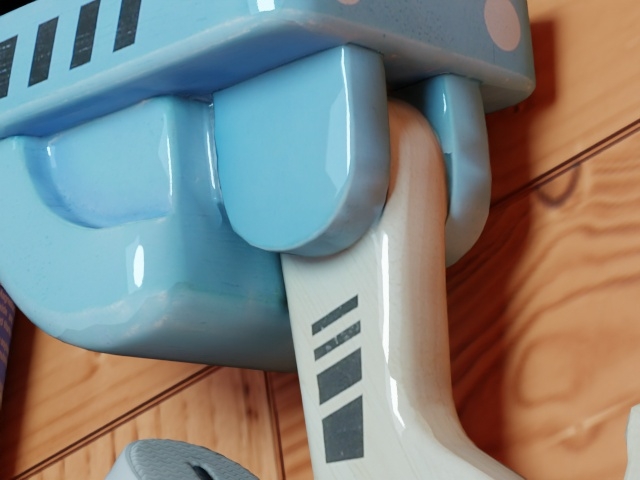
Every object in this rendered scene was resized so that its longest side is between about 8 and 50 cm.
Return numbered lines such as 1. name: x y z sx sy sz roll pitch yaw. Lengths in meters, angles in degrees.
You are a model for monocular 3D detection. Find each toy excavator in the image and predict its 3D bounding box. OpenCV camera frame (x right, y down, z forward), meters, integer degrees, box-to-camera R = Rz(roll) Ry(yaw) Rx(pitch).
1. toy excavator: 0.000 0.000 0.844 0.433 0.222 0.445 -15 75 40

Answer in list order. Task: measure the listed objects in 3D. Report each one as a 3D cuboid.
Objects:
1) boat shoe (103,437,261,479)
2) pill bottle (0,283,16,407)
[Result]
1. boat shoe: -0.015 0.188 0.746 0.302 0.109 0.094 48 121 55
2. pill bottle: -0.243 0.013 1.088 0.152 0.152 0.272 -14 62 40
